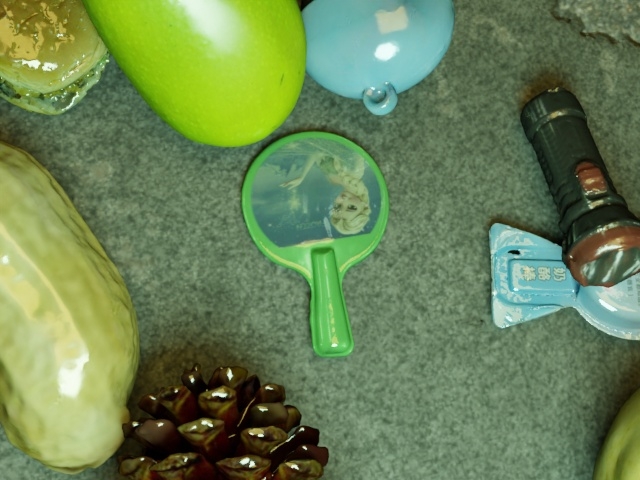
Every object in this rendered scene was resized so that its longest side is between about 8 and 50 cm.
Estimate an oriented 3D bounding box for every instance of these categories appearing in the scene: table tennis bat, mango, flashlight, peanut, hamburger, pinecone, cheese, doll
[{"bbox_3d":[0.000,0.000,1.199,0.160,0.039,0.257,-5,72,-7],"label":"table tennis bat"},{"bbox_3d":[-0.135,-0.244,1.119,0.192,0.343,0.156,-24,36,12],"label":"mango"},{"bbox_3d":[0.278,-0.065,1.196,0.093,0.093,0.232,-6,56,-9],"label":"flashlight"},{"bbox_3d":[-0.278,0.054,1.083,0.174,0.158,0.340,-34,83,-34],"label":"peanut"},{"bbox_3d":[-0.289,-0.227,1.175,0.159,0.131,0.185,28,71,0],"label":"hamburger"},{"bbox_3d":[-0.079,0.248,1.024,0.246,0.246,0.292,-9,61,-10],"label":"pinecone"},{"bbox_3d":[0.305,0.041,1.218,0.244,0.052,0.135,2,71,-4],"label":"cheese"},{"bbox_3d":[0.058,-0.272,1.231,0.177,0.141,0.314,-10,60,18],"label":"doll"}]

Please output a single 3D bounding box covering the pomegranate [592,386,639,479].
[{"bbox_3d":[0.421,0.230,1.057,0.319,0.319,0.319,2,74,-7],"label":"pomegranate"}]
